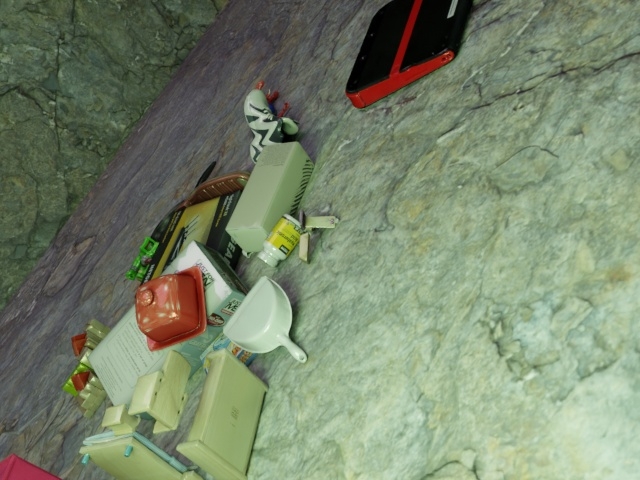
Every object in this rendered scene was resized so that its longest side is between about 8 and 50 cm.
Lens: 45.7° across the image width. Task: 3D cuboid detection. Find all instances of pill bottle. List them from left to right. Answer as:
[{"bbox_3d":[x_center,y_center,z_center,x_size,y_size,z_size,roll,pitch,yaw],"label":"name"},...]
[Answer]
[{"bbox_3d":[-0.089,0.003,1.702,0.116,0.065,0.065,-54,26,-5],"label":"pill bottle"}]

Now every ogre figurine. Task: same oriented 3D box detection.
[{"bbox_3d":[-0.496,0.058,2.237,0.197,0.097,0.118,-26,46,60],"label":"ogre figurine"}]

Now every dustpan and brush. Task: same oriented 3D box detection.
[{"bbox_3d":[-0.092,0.174,1.465,0.147,0.060,0.211,-53,35,0],"label":"dustpan and brush"}]

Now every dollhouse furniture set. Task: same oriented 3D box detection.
[{"bbox_3d":[-0.299,0.319,1.378,0.304,0.286,0.198,-20,38,28],"label":"dollhouse furniture set"},{"bbox_3d":[0.000,0.000,1.632,0.081,0.091,0.114,0,72,8],"label":"dollhouse furniture set"}]

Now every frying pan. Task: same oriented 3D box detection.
[{"bbox_3d":[-0.432,-0.099,2.386,0.197,0.053,0.326,-24,31,38],"label":"frying pan"}]

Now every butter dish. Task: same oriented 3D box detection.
[{"bbox_3d":[-0.332,0.133,1.587,0.160,0.118,0.159,-21,63,22],"label":"butter dish"}]

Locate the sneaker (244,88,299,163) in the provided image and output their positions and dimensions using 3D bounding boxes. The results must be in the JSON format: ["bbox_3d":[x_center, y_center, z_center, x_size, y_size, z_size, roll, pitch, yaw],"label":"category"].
[{"bbox_3d":[-0.125,-0.332,2.107,0.153,0.094,0.234,-18,63,31],"label":"sneaker"}]

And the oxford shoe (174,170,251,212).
[{"bbox_3d":[-0.288,-0.141,2.139,0.348,0.123,0.130,-20,34,44],"label":"oxford shoe"}]

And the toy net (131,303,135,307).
[{"bbox_3d":[-0.510,0.256,2.065,0.122,0.045,0.232,-19,42,44],"label":"toy net"}]

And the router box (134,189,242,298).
[{"bbox_3d":[-0.318,0.030,1.953,0.243,0.081,0.308,-15,41,30],"label":"router box"}]

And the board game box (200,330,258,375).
[{"bbox_3d":[-0.165,0.209,1.590,0.201,0.035,0.136,-49,26,2],"label":"board game box"}]

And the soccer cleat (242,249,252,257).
[{"bbox_3d":[-0.159,0.007,1.851,0.083,0.029,0.035,-48,38,8],"label":"soccer cleat"}]

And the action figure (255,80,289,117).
[{"bbox_3d":[-0.151,-0.419,2.305,0.139,0.092,0.280,-45,25,31],"label":"action figure"}]

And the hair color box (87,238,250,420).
[{"bbox_3d":[-0.334,0.202,1.703,0.374,0.114,0.185,-48,55,7],"label":"hair color box"}]

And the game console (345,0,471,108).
[{"bbox_3d":[0.231,-0.512,1.888,0.342,0.060,0.386,-16,43,41],"label":"game console"}]

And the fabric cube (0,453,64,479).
[{"bbox_3d":[-0.598,0.621,1.491,0.259,0.258,0.254,-34,30,29],"label":"fabric cube"}]

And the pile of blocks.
[{"bbox_3d":[-0.661,0.341,2.110,0.149,0.113,0.362,-45,27,11],"label":"pile of blocks"}]

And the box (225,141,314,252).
[{"bbox_3d":[-0.117,-0.106,1.827,0.113,0.094,0.275,-2,51,33],"label":"box"}]
